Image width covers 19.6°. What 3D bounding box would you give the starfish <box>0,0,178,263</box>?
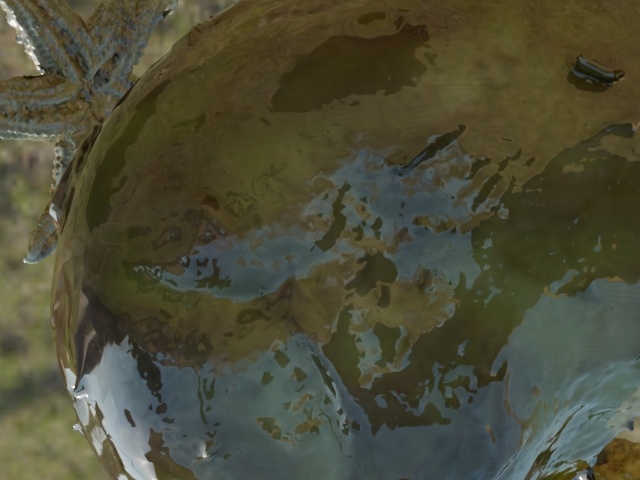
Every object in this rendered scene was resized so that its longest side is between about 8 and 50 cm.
[{"bbox_3d":[-0.176,-0.101,1.314,0.062,0.236,0.277,7,151,44],"label":"starfish"}]

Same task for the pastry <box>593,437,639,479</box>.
[{"bbox_3d":[0.124,0.144,1.046,0.140,0.056,0.080,7,125,10],"label":"pastry"}]

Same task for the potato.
[{"bbox_3d":[0.000,0.000,0.804,0.237,0.289,0.301,4,142,-28],"label":"potato"}]
